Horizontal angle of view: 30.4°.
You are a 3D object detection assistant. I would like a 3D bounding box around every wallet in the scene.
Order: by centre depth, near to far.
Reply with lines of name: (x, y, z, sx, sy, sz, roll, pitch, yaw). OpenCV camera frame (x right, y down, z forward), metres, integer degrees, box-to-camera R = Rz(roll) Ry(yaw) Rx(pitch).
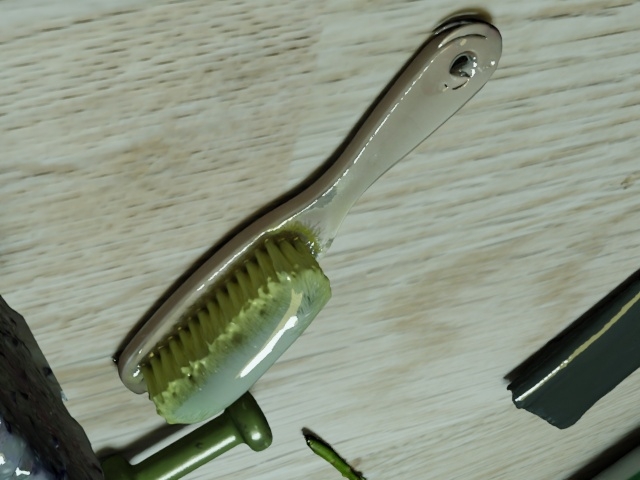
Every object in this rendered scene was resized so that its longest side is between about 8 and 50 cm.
wallet: (0.298, 0.065, 1.043, 0.285, 0.030, 0.146, -41, 143, 10)

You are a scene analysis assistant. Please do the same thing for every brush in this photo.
brush: (0.002, 0.001, 0.687, 0.313, 0.067, 0.072, -46, 144, 15)

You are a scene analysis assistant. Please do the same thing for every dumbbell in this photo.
dumbbell: (-0.091, 0.146, 0.805, 0.118, 0.046, 0.052, -30, 152, -5)

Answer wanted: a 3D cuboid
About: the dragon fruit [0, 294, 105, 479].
dragon fruit: (-0.222, 0.069, 0.450, 0.204, 0.221, 0.283, -34, 150, -9)

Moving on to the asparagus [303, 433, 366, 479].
asparagus: (0.015, 0.186, 0.974, 0.166, 0.013, 0.016, 52, 52, -57)

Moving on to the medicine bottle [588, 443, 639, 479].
medicine bottle: (0.423, 0.296, 1.275, 0.325, 0.212, 0.212, -37, 146, 7)
